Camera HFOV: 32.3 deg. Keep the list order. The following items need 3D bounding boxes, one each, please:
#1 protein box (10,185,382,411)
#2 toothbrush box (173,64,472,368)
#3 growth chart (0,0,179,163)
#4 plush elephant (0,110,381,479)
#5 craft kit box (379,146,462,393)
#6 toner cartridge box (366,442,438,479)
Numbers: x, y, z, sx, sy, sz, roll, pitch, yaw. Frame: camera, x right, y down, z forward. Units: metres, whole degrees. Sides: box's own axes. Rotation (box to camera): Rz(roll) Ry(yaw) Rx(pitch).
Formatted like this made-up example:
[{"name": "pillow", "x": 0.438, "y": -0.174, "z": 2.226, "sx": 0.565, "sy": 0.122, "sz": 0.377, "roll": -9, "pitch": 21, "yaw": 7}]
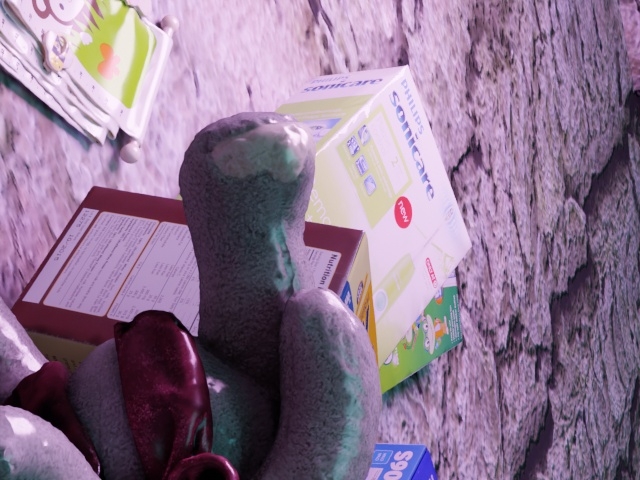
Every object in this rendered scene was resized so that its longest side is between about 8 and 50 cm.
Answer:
[{"name": "protein box", "x": -0.075, "y": 0.090, "z": 0.767, "sx": 0.199, "sy": 0.201, "sz": 0.136, "roll": 83, "pitch": 23, "yaw": -46}, {"name": "toothbrush box", "x": 0.000, "y": 0.000, "z": 0.998, "sx": 0.283, "sy": 0.122, "sz": 0.206, "roll": -47, "pitch": 125, "yaw": -42}, {"name": "growth chart", "x": -0.188, "y": -0.167, "z": 0.835, "sx": 0.237, "sy": 0.021, "sz": 0.171, "roll": 38, "pitch": 53, "yaw": -54}, {"name": "plush elephant", "x": -0.095, "y": 0.138, "z": 0.515, "sx": 0.255, "sy": 0.272, "sz": 0.329, "roll": -70, "pitch": 142, "yaw": -78}, {"name": "craft kit box", "x": 0.083, "y": 0.026, "z": 1.267, "sx": 0.247, "sy": 0.061, "sz": 0.249, "roll": -18, "pitch": 102, "yaw": -57}, {"name": "toner cartridge box", "x": 0.101, "y": 0.412, "z": 1.226, "sx": 0.165, "sy": 0.075, "sz": 0.347, "roll": -51, "pitch": 130, "yaw": -52}]
